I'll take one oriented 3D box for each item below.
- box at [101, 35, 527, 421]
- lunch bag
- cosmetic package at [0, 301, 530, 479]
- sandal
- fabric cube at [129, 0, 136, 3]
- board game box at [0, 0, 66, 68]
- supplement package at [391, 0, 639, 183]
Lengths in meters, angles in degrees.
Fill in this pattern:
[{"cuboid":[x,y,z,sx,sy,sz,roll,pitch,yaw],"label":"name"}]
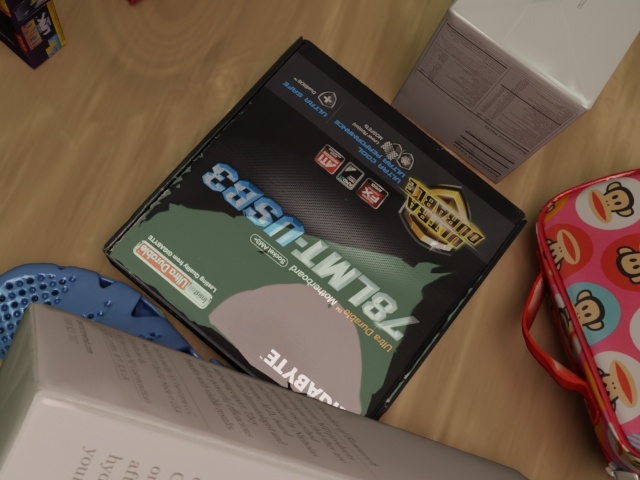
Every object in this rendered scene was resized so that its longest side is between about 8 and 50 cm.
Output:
[{"cuboid":[0.000,0.000,0.715,0.295,0.073,0.293,40,73,2],"label":"box"},{"cuboid":[0.315,0.069,0.657,0.258,0.120,0.293,-15,52,12],"label":"lunch bag"},{"cuboid":[-0.023,0.237,0.504,0.453,0.161,0.230,26,91,-25],"label":"cosmetic package"},{"cuboid":[-0.151,0.118,0.630,0.317,0.138,0.126,30,77,0],"label":"sandal"},{"cuboid":[-0.151,-0.442,0.693,0.258,0.259,0.254,-34,83,-14],"label":"fabric cube"},{"cuboid":[-0.326,-0.258,0.683,0.170,0.141,0.048,42,72,2],"label":"board game box"},{"cuboid":[0.201,-0.199,0.722,0.149,0.203,0.194,36,74,1],"label":"supplement package"}]
